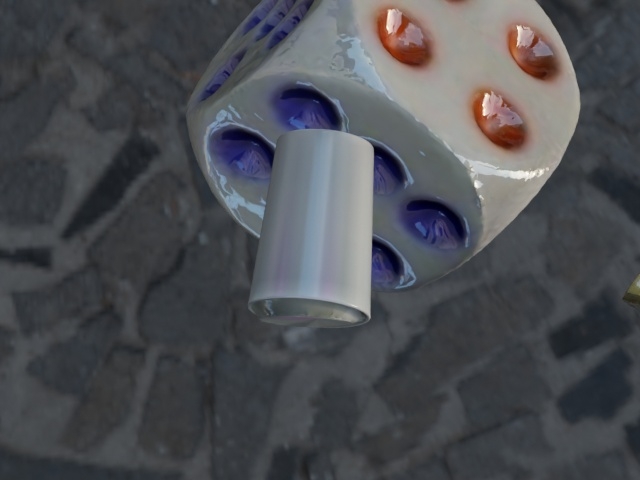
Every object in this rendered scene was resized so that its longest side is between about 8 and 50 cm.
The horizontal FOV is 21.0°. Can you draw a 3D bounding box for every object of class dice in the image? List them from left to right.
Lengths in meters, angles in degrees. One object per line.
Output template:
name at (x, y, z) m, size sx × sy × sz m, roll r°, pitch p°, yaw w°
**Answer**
dice at (0.055, -0.122, 1.554) m, size 0.259 × 0.251 × 0.243 m, roll 42°, pitch 136°, yaw -14°

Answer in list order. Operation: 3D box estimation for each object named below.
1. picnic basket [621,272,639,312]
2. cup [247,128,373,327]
picnic basket at (0.168, 0.003, 0.566) m, size 0.079 × 0.164 × 0.115 m, roll 38°, pitch 95°, yaw 4°
cup at (0.000, 0.000, 1.070) m, size 0.074 × 0.116 × 0.104 m, roll 2°, pitch 163°, yaw 12°
